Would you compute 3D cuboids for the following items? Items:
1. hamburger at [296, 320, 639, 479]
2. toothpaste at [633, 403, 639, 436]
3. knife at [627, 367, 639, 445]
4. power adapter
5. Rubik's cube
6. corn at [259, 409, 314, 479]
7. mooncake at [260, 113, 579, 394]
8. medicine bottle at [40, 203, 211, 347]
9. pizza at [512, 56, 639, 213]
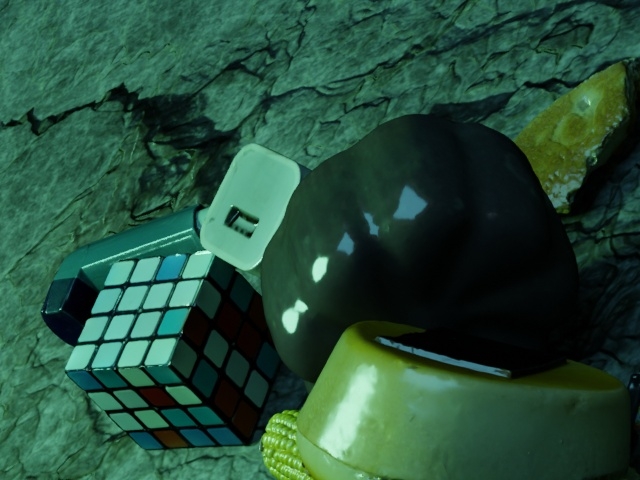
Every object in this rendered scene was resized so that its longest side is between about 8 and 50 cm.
[{"bbox_3d":[0.126,0.178,1.665,0.300,0.300,0.176,21,102,49],"label":"hamburger"},{"bbox_3d":[0.325,0.116,1.759,0.034,0.046,0.164,-5,50,37],"label":"toothpaste"},{"bbox_3d":[0.301,0.094,1.786,0.019,0.072,0.245,15,58,11],"label":"knife"},{"bbox_3d":[0.000,0.000,2.026,0.130,0.205,0.125,26,90,55],"label":"power adapter"},{"bbox_3d":[-0.150,0.118,2.073,0.154,0.151,0.155,-8,48,37],"label":"Rubik's cube"},{"bbox_3d":[0.030,0.228,1.864,0.248,0.081,0.081,22,68,49],"label":"corn"},{"bbox_3d":[0.096,0.042,1.841,0.306,0.306,0.154,-31,37,11],"label":"mooncake"},{"bbox_3d":[-0.201,0.031,2.260,0.258,0.079,0.124,-21,38,23],"label":"medicine bottle"},{"bbox_3d":[0.249,-0.088,2.019,0.271,0.056,0.134,-50,36,-15],"label":"pizza"}]
